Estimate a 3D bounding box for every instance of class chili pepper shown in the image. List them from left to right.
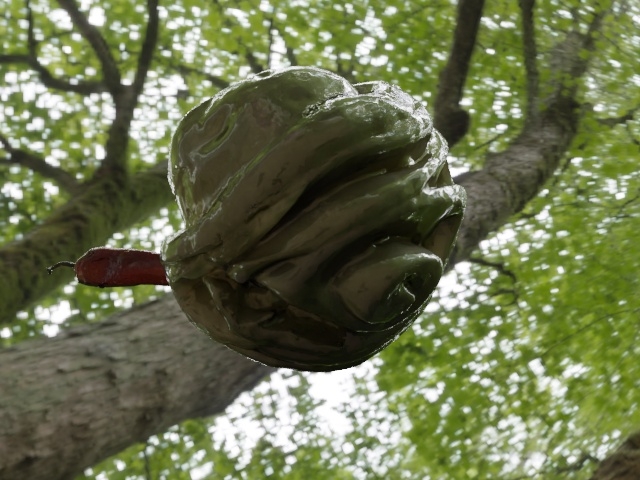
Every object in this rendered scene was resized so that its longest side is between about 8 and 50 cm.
[{"bbox_3d":[-0.252,0.036,1.169,0.268,0.059,0.050,2,-65,29],"label":"chili pepper"}]

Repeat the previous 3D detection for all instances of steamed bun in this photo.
[{"bbox_3d":[0.000,0.000,0.981,0.247,0.339,0.352,-112,-143,-46],"label":"steamed bun"}]
